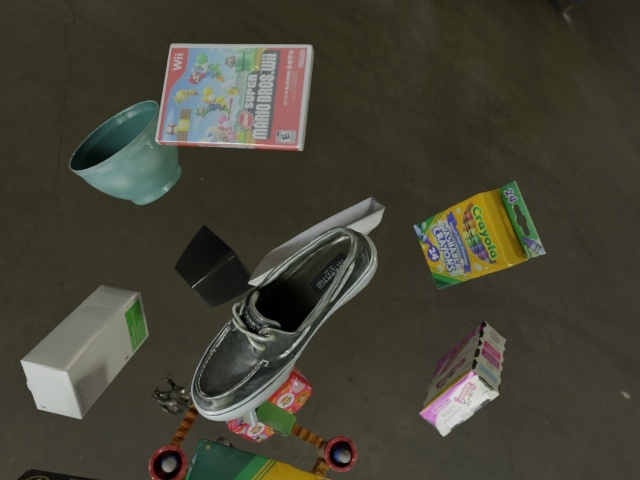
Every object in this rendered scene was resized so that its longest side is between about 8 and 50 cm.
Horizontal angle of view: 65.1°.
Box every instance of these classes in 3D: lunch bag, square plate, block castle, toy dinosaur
[{"bbox_3d":[-0.196,0.544,1.746,0.258,0.293,0.120,48,-4,-41],"label":"lunch bag"},{"bbox_3d":[0.000,0.000,1.259,0.049,0.347,0.344,61,5,-7],"label":"square plate"},{"bbox_3d":[-0.165,0.543,1.248,0.453,0.213,0.303,32,66,-5],"label":"block castle"},{"bbox_3d":[-0.493,0.552,1.715,0.160,0.313,0.121,39,42,-8],"label":"toy dinosaur"}]

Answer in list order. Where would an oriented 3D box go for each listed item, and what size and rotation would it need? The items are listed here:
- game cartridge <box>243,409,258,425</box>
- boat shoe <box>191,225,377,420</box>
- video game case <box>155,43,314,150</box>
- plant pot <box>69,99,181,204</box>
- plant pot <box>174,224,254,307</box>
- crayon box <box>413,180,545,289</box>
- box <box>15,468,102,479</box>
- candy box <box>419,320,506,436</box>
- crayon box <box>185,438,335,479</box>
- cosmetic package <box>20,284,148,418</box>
[{"bbox_3d":[-0.156,0.364,1.076,0.017,0.083,0.056,-10,82,-24],"label":"game cartridge"},{"bbox_3d":[-0.066,0.101,0.673,0.121,0.335,0.119,42,0,27],"label":"boat shoe"},{"bbox_3d":[-0.162,-0.274,0.950,0.285,0.025,0.204,4,81,10],"label":"video game case"},{"bbox_3d":[-0.523,-0.227,1.427,0.196,0.292,0.293,57,35,-39],"label":"plant pot"},{"bbox_3d":[-0.344,0.097,1.587,0.167,0.188,0.187,-42,50,-15],"label":"plant pot"},{"bbox_3d":[0.414,-0.005,1.361,0.083,0.323,0.203,-14,80,-34],"label":"crayon box"},{"bbox_3d":[-0.685,0.736,1.254,0.318,0.394,0.097,-47,136,-67],"label":"box"},{"bbox_3d":[0.309,0.286,1.071,0.071,0.159,0.233,42,27,6],"label":"candy box"},{"bbox_3d":[-0.019,0.329,0.507,0.278,0.081,0.165,18,59,-1],"label":"crayon box"},{"bbox_3d":[-0.693,0.322,1.518,0.155,0.197,0.366,9,33,10],"label":"cosmetic package"}]
